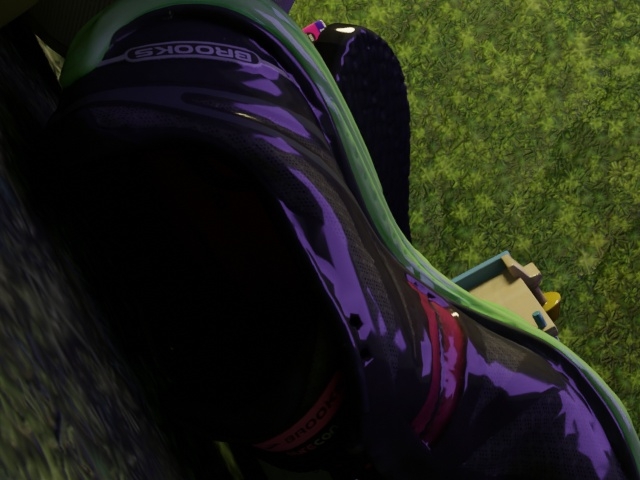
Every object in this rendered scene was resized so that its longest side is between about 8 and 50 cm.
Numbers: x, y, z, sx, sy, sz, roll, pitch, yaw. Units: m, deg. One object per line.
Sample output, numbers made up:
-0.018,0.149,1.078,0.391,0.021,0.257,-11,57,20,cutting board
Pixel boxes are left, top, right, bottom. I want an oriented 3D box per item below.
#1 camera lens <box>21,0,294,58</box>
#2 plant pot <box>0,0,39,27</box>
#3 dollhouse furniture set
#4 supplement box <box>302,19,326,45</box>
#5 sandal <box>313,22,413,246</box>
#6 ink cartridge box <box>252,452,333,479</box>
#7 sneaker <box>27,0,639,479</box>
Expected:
-0.096,-0.244,0.847,0.219,0.219,0.274,61,-24,11,camera lens
-0.158,-0.253,0.580,0.228,0.207,0.227,62,1,7,plant pot
0.176,0.194,1.420,0.198,0.303,0.286,59,2,-20,dollhouse furniture set
-0.060,-0.155,1.584,0.111,0.220,0.114,61,3,18,supplement box
-0.001,0.003,0.989,0.107,0.168,0.446,16,-27,15,sandal
-0.019,0.137,0.935,0.223,0.045,0.224,60,1,0,ink cartridge box
0.011,0.080,0.736,0.483,0.185,0.202,47,39,-11,sneaker
